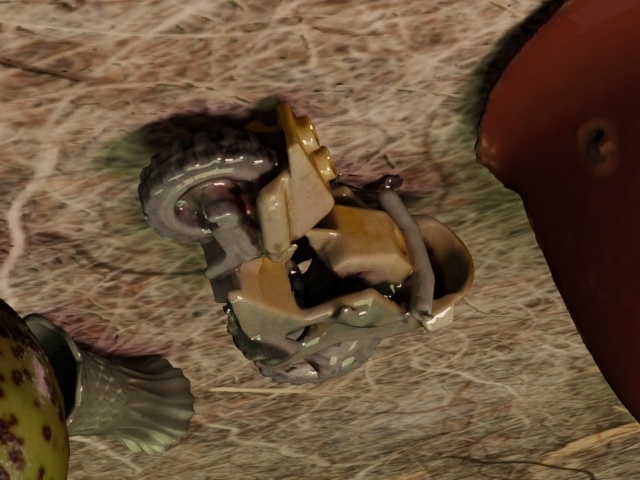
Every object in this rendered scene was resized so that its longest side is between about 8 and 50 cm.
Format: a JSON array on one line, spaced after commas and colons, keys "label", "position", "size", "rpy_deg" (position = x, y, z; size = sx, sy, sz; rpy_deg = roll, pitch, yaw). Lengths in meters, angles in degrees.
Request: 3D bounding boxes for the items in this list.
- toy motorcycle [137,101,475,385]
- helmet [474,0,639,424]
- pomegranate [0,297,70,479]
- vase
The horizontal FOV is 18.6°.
[{"label": "toy motorcycle", "position": [0.000, 0.000, 0.979], "size": [0.130, 0.094, 0.229], "rpy_deg": [-18, 147, 9]}, {"label": "helmet", "position": [0.262, 0.017, 0.936], "size": [0.338, 0.230, 0.385], "rpy_deg": [-18, 161, 23]}, {"label": "pomegranate", "position": [-0.238, 0.079, 0.954], "size": [0.214, 0.214, 0.247], "rpy_deg": [-13, 126, 10]}, {"label": "vase", "position": [-0.136, 0.096, 1.189], "size": [0.081, 0.081, 0.149], "rpy_deg": [-19, 161, 24]}]
